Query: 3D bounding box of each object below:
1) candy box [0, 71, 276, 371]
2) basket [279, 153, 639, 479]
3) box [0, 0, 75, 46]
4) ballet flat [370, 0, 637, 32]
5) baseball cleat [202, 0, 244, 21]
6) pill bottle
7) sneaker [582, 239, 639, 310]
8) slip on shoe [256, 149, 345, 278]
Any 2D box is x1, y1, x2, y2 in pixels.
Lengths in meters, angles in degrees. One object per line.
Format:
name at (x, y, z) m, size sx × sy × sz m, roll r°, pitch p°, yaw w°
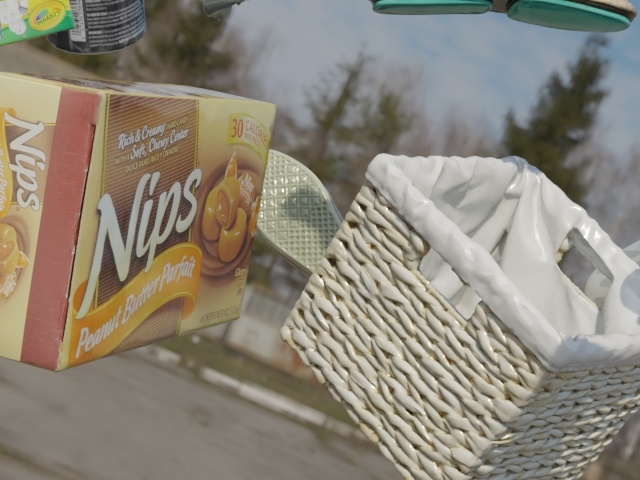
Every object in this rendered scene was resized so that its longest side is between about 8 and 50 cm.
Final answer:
candy box at (-0.137, -0.021, 1.150) m, size 0.088 × 0.182 × 0.316 m, roll 12°, pitch 7°, yaw 19°
basket at (0.194, 0.098, 1.827) m, size 0.331 × 0.266 × 0.328 m, roll -2°, pitch 42°, yaw -50°
box at (-0.306, -0.194, 1.444) m, size 0.179 × 0.043 × 0.105 m, roll -22°, pitch 14°, yaw -33°
ballet flat at (0.205, -0.298, 1.765) m, size 0.316 × 0.106 × 0.107 m, roll 4°, pitch -6°, yaw -14°
baseball cleat at (-0.095, -0.385, 2.112) m, size 0.109 × 0.206 × 0.072 m, roll 49°, pitch 22°, yaw -18°
pill bottle at (-0.290, -0.366, 1.975) m, size 0.130 × 0.245 × 0.130 m, roll -1°, pitch 32°, yaw 1°
sneaker at (0.448, -0.016, 1.853) m, size 0.447 × 0.169 × 0.257 m, roll -21°, pitch -38°, yaw 40°
slip on shoe at (0.000, 0.000, 2.363) m, size 0.331 × 0.123 × 0.101 m, roll 45°, pitch -3°, yaw 10°
